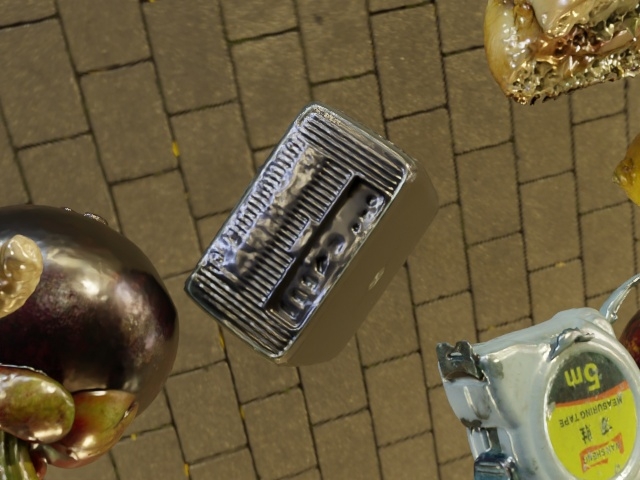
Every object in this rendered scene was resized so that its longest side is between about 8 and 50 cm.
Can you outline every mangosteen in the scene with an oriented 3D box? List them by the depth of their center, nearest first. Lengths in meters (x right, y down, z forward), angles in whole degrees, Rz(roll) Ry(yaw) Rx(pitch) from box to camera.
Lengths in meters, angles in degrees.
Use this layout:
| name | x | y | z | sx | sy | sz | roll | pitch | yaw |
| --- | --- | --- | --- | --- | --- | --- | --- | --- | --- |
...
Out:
| name | x | y | z | sx | sy | sz | roll | pitch | yaw |
| --- | --- | --- | --- | --- | --- | --- | --- | --- | --- |
| mangosteen | -0.407 | 0.162 | 1.140 | 0.382 | 0.382 | 0.434 | 31 | 60 | -23 |

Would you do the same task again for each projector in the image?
| name | x | y | z | sx | sy | sz | roll | pitch | yaw |
| --- | --- | --- | --- | --- | --- | --- | --- | --- | --- |
| projector | 0.000 | 0.000 | 1.391 | 0.242 | 0.405 | 0.395 | 36 | 94 | 15 |

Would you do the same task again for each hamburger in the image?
| name | x | y | z | sx | sy | sz | roll | pitch | yaw |
| --- | --- | --- | --- | --- | --- | --- | --- | --- | --- |
| hamburger | 0.418 | -0.417 | 1.280 | 0.446 | 0.287 | 0.268 | -22 | 157 | -33 |

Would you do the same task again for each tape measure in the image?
| name | x | y | z | sx | sy | sz | roll | pitch | yaw |
| --- | --- | --- | --- | --- | --- | --- | --- | --- | --- |
| tape measure | 0.241 | 0.110 | 0.634 | 0.331 | 0.084 | 0.163 | -10 | 91 | -31 |

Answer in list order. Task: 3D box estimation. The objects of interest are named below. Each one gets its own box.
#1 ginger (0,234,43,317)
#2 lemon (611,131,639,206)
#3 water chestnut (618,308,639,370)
| name | x | y | z | sx | sy | sz | roll | pitch | yaw |
| --- | --- | --- | --- | --- | --- | --- | --- | --- | --- |
| ginger | -0.322 | -0.009 | 0.527 | 0.259 | 0.065 | 0.149 | 35 | 115 | -22 |
| lemon | 0.629 | -0.128 | 1.379 | 0.257 | 0.188 | 0.188 | -12 | 112 | 8 |
| water chestnut | 0.644 | 0.179 | 1.265 | 0.351 | 0.350 | 0.302 | -10 | 111 | -13 |
